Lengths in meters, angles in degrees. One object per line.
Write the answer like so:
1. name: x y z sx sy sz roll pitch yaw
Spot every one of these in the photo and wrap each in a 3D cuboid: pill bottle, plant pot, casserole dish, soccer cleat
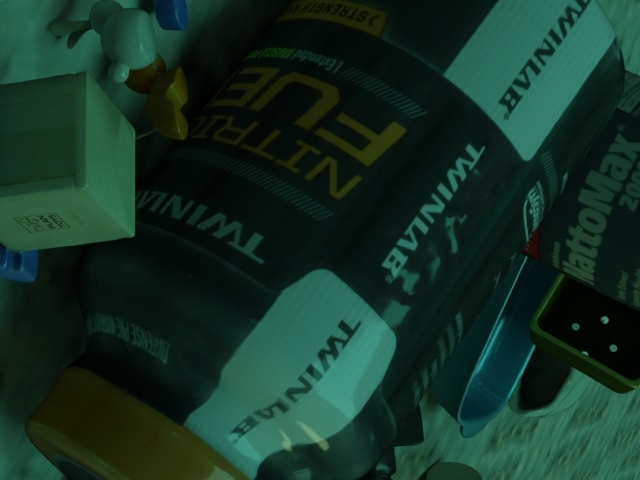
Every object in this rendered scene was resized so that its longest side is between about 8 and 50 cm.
1. pill bottle: 0.000 0.000 0.502 0.245 0.130 0.130 -54 154 -20
2. plant pot: 0.190 0.055 0.911 0.081 0.081 0.083 -57 168 -13
3. casserole dish: 0.125 0.040 0.901 0.114 0.037 0.188 8 108 -65
4. soccer cleat: 0.201 0.054 1.033 0.076 0.068 0.196 -14 130 -55
5. pill bottle: 0.141 -0.033 0.685 0.108 0.180 0.108 -44 149 -35

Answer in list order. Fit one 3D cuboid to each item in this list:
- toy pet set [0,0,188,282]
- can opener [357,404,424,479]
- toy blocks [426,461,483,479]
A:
1. toy pet set: -0.088 -0.048 0.398 0.122 0.065 0.114 58 27 -65
2. can opener: -0.022 0.109 0.666 0.280 0.074 0.093 18 64 -67
3. toy blocks: 0.122 0.360 0.884 0.289 0.309 0.260 -30 133 -50
